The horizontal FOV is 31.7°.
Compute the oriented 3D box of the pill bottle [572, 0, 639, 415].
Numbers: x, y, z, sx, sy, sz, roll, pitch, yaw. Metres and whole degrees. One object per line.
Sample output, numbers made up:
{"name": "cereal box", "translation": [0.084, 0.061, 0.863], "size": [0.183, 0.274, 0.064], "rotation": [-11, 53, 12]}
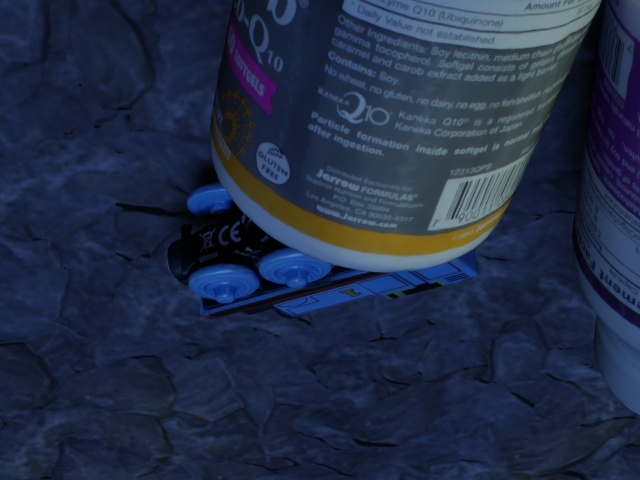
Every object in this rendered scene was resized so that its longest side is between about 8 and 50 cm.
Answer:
{"name": "pill bottle", "translation": [0.222, -0.034, 0.591], "size": [0.169, 0.169, 0.301], "rotation": [-4, 135, 2]}

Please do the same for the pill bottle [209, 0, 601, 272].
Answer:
{"name": "pill bottle", "translation": [0.048, -0.131, 0.498], "size": [0.162, 0.162, 0.278], "rotation": [8, 133, -9]}

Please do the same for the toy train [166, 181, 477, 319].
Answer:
{"name": "toy train", "translation": [0.000, 0.000, 0.674], "size": [0.184, 0.080, 0.105], "rotation": [-17, 152, 26]}
